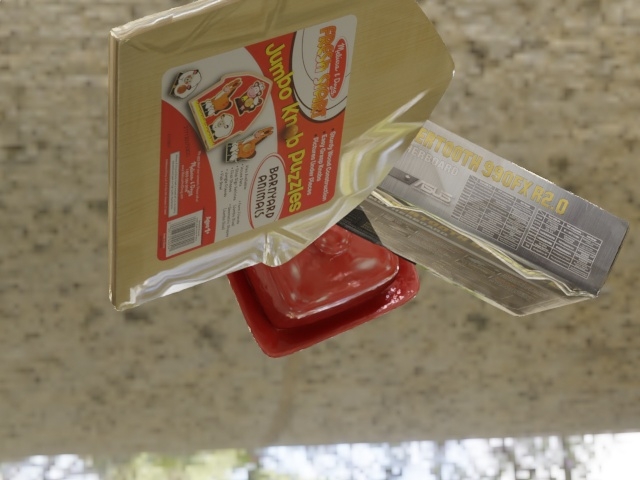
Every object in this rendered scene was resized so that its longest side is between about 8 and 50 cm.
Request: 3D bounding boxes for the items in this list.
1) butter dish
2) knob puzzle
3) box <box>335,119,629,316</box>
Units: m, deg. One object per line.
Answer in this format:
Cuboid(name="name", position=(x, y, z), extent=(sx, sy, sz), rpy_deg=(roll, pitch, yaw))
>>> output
Cuboid(name="butter dish", position=(0.000, 0.000, 1.347), extent=(0.118, 0.160, 0.159), rpy_deg=(143, -75, -77))
Cuboid(name="knob puzzle", position=(-0.020, -0.064, 0.783), extent=(0.030, 0.213, 0.213), rpy_deg=(49, -34, 36))
Cuboid(name="box", position=(0.070, -0.028, 1.073), extent=(0.056, 0.231, 0.183), rpy_deg=(-65, -175, -10))
